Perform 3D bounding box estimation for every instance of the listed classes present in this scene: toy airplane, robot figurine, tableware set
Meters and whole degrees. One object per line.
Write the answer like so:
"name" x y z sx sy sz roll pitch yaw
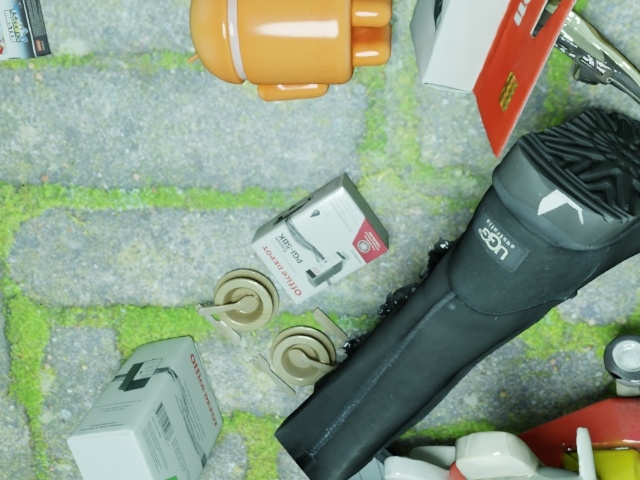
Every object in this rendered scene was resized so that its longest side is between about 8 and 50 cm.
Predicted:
"toy airplane" 0.268 0.311 0.773 0.386 0.272 0.384 2 137 -21
"robot figurine" -0.037 -0.224 0.693 0.220 0.158 0.128 1 84 6
"tableware set" -0.062 0.120 0.878 0.128 0.039 0.194 -41 102 19

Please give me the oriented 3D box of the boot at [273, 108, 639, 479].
"boot" 0.185 0.076 0.746 0.146 0.367 0.445 53 131 28

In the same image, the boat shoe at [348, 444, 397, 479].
"boat shoe" 0.077 0.362 0.918 0.127 0.113 0.340 -9 110 9

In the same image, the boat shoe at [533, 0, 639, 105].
"boat shoe" 0.285 -0.189 0.714 0.152 0.056 0.049 42 115 0

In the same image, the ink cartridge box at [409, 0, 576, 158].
"ink cartridge box" 0.151 -0.246 0.565 0.060 0.239 0.275 10 131 -8

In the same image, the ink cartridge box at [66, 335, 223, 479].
"ink cartridge box" -0.207 0.239 0.851 0.087 0.208 0.153 -10 109 13

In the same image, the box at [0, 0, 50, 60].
"box" -0.378 -0.304 0.747 0.114 0.036 0.206 -1 111 7

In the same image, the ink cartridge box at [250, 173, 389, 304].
"ink cartridge box" 0.000 0.000 0.814 0.135 0.056 0.099 -32 106 16
